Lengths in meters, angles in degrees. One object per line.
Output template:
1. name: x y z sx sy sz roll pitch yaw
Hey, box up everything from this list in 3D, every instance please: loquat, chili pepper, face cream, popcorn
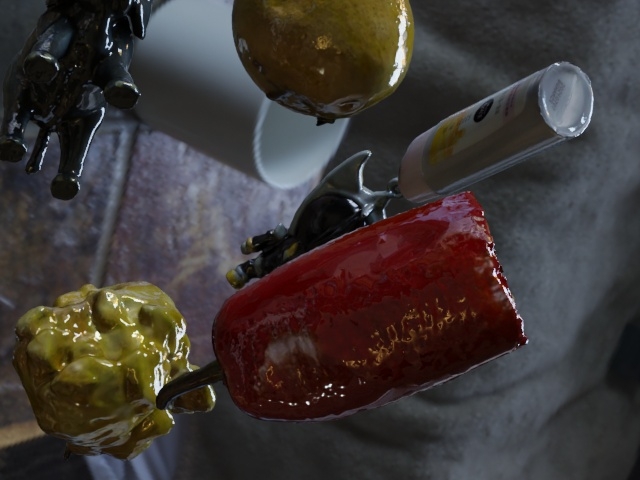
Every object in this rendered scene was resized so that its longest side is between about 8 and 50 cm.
1. loquat: 0.003 -0.273 1.322 0.244 0.244 0.243 -34 137 -39
2. chili pepper: -0.013 0.081 0.845 0.131 0.338 0.134 -90 157 -58
3. face cream: 0.188 -0.115 1.193 0.073 0.269 0.107 39 63 -15
4. popcorn: -0.236 0.137 1.215 0.191 0.190 0.253 -19 145 -2

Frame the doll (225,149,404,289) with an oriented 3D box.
1. doll: 0.003 0.004 1.599 0.316 0.145 0.103 -34 162 14

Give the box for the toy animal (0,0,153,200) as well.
1. toy animal: -0.167 -0.148 0.765 0.082 0.137 0.269 18 129 -22
